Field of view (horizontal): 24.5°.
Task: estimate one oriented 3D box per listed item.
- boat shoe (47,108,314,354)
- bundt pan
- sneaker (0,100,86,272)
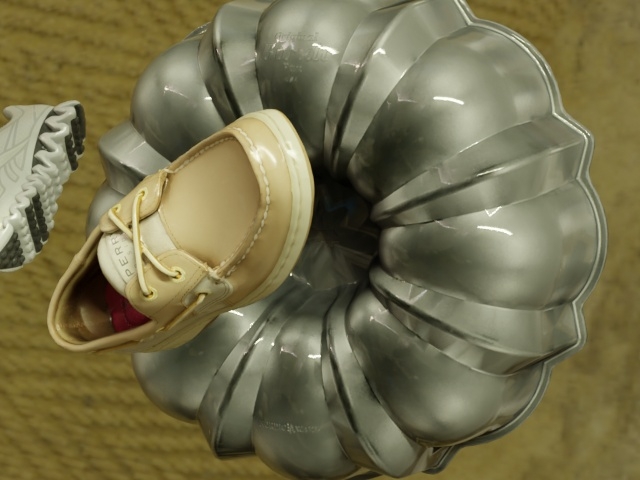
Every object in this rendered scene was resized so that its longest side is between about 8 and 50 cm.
[{"bbox_3d":[-0.060,0.007,0.581,0.059,0.170,0.063,-13,70,-35],"label":"boat shoe"},{"bbox_3d":[0.000,0.000,0.886,0.124,0.331,0.331,-22,105,-70],"label":"bundt pan"},{"bbox_3d":[-0.401,-0.073,1.936,0.110,0.118,0.292,94,8,-46],"label":"sneaker"}]
